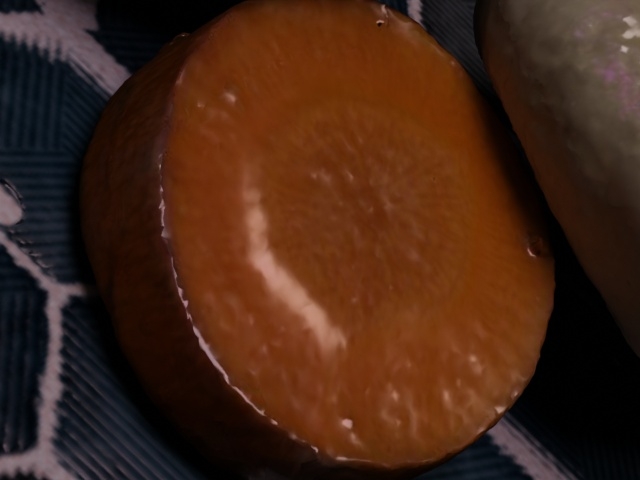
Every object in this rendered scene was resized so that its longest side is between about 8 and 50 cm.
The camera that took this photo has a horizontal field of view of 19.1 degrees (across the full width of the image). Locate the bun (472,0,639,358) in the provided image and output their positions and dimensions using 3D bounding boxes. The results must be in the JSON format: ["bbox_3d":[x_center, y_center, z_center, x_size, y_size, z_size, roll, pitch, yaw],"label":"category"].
[{"bbox_3d":[0.251,-0.048,1.142,0.361,0.213,0.361,55,14,-20],"label":"bun"}]

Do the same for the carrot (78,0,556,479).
[{"bbox_3d":[0.000,0.000,1.008,0.258,0.100,0.307,28,43,-19],"label":"carrot"}]
